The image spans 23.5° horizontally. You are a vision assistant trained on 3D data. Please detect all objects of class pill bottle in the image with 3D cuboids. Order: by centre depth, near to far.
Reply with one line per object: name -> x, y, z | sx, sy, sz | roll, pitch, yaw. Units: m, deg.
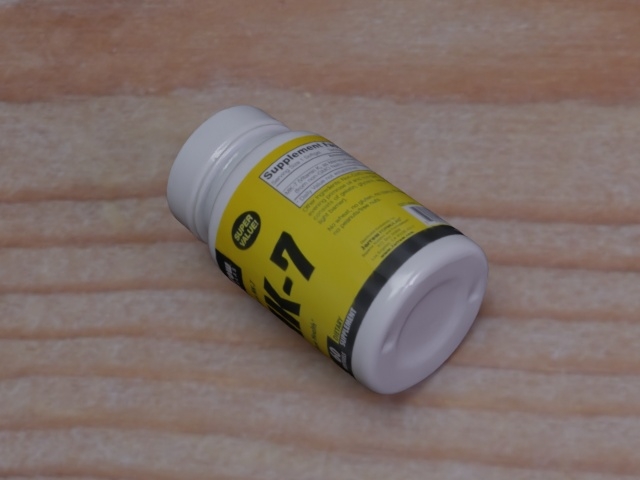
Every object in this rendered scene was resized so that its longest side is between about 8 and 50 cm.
pill bottle -> 0.000, 0.000, 1.035 | 0.208, 0.119, 0.119 | 37, 76, 31
